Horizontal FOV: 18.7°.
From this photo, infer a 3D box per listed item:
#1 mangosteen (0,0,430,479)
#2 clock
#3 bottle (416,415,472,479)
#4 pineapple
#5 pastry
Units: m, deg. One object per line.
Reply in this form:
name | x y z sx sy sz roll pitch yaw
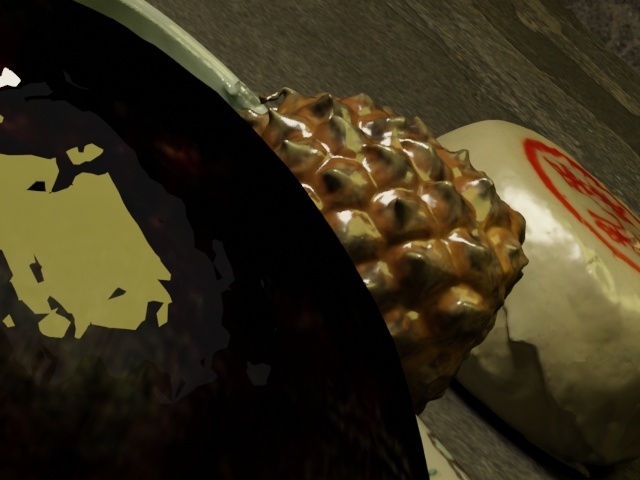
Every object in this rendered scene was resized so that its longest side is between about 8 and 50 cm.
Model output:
mangosteen | -0.115 0.083 0.427 0.275 0.275 0.302 35 51 -17
clock | -0.100 -0.074 1.117 0.236 0.053 0.236 37 19 -15
bottle | 0.037 0.154 0.726 0.253 0.120 0.120 47 19 24
pineapple | 0.000 0.000 0.975 0.193 0.166 0.166 34 17 4
pastry | 0.149 0.031 1.253 0.265 0.133 0.265 39 14 -12
